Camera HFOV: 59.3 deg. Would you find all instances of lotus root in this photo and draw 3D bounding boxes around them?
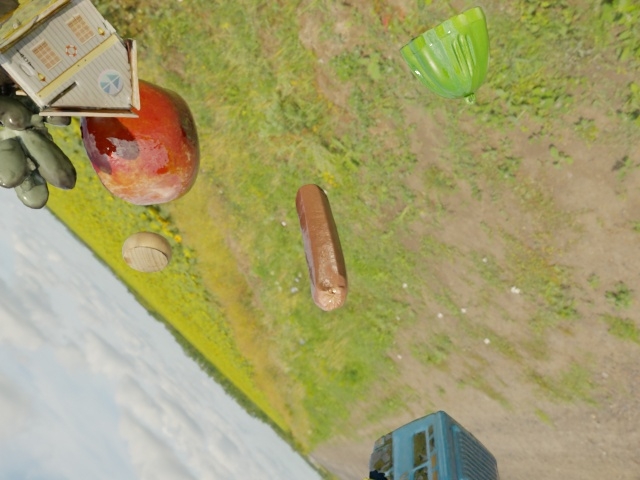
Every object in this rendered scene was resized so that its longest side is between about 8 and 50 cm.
[{"bbox_3d":[0.274,-0.351,1.132,0.186,0.186,0.186,40,163,14],"label":"lotus root"}]

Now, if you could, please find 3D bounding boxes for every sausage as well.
[{"bbox_3d":[0.000,0.000,0.488,0.147,0.035,0.030,-100,-1,-47],"label":"sausage"}]

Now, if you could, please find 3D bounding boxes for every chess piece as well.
[{"bbox_3d":[-0.300,0.021,0.975,0.083,0.084,0.038,65,-162,-51],"label":"chess piece"}]

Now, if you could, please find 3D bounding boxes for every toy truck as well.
[{"bbox_3d":[0.136,0.395,0.660,0.161,0.162,0.385,43,-153,-16],"label":"toy truck"}]

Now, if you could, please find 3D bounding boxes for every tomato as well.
[{"bbox_3d":[-0.270,-0.166,0.935,0.140,0.200,0.233,-10,172,22],"label":"tomato"}]

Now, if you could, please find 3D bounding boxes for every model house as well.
[{"bbox_3d":[-0.294,-0.189,0.626,0.219,0.207,0.136,28,159,50],"label":"model house"}]

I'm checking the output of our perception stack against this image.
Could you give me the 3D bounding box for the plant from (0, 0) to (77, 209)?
[{"bbox_3d":[-0.396,-0.176,0.735,0.149,0.146,0.274,64,-168,-70],"label":"plant"}]
